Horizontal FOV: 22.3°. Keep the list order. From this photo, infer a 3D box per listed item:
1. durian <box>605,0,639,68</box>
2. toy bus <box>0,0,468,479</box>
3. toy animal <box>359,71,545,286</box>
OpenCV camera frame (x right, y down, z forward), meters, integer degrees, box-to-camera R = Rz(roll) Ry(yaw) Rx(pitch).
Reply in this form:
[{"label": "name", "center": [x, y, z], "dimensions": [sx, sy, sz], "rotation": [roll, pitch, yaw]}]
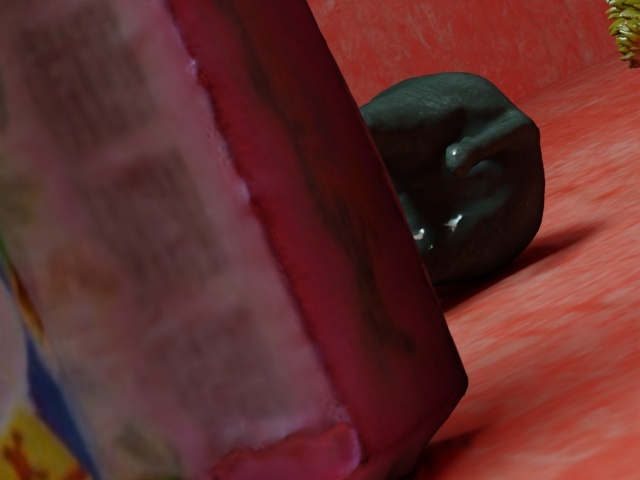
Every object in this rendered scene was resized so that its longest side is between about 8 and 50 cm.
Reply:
[{"label": "durian", "center": [0.306, -0.202, 1.170], "dimensions": [0.183, 0.138, 0.250], "rotation": [-37, 2, -29]}, {"label": "toy bus", "center": [-0.069, -0.059, 0.370], "dimensions": [0.112, 0.274, 0.090], "rotation": [-23, 2, 29]}, {"label": "toy animal", "center": [-0.009, 0.004, 0.671], "dimensions": [0.137, 0.082, 0.269], "rotation": [-24, -2, -33]}]
